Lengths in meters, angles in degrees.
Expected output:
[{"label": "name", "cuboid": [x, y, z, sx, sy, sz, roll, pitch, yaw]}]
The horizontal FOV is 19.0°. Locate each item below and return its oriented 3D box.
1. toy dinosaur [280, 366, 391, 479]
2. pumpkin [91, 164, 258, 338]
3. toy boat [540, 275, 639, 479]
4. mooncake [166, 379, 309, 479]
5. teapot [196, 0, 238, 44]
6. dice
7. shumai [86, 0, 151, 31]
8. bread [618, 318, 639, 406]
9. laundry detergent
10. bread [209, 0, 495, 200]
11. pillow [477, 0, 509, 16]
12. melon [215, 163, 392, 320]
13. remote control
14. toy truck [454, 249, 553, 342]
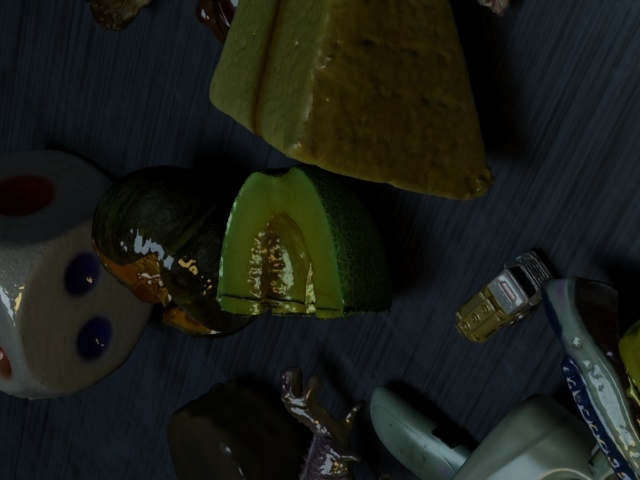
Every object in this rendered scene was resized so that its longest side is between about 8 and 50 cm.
[{"label": "toy dinosaur", "cuboid": [-0.007, 0.288, 2.321, 0.199, 0.072, 0.251, 24, 119, 13]}, {"label": "pumpkin", "cuboid": [-0.159, 0.009, 2.294, 0.238, 0.159, 0.238, 29, 156, 14]}, {"label": "toy boat", "cuboid": [0.281, 0.151, 1.801, 0.115, 0.114, 0.262, -22, 91, 47]}, {"label": "mooncake", "cuboid": [-0.099, 0.295, 2.484, 0.228, 0.124, 0.228, 42, 147, 36]}, {"label": "teapot", "cuboid": [-0.104, -0.265, 2.071, 0.098, 0.078, 0.129, 20, 130, 47]}, {"label": "dice", "cuboid": [-0.384, 0.043, 2.582, 0.259, 0.243, 0.251, 26, 136, 40]}, {"label": "shumai", "cuboid": [-0.233, -0.315, 2.233, 0.123, 0.105, 0.139, -87, 6, -55]}, {"label": "bread", "cuboid": [0.399, 0.213, 1.687, 0.166, 0.112, 0.384, -20, 97, 56]}, {"label": "laundry detergent", "cuboid": [0.297, 0.368, 1.951, 0.398, 0.124, 0.264, 47, 134, 19]}, {"label": "bread", "cuboid": [0.062, -0.251, 1.826, 0.233, 0.244, 0.362, 37, 114, 60]}, {"label": "pillow", "cuboid": [0.157, -0.312, 1.681, 0.135, 0.049, 0.248, 56, 146, 17]}, {"label": "melon", "cuboid": [0.000, 0.000, 2.110, 0.265, 0.129, 0.169, 1, 93, 58]}, {"label": "remote control", "cuboid": [0.142, 0.255, 2.167, 0.256, 0.045, 0.097, 38, 143, 29]}, {"label": "toy truck", "cuboid": [0.184, 0.060, 1.928, 0.052, 0.063, 0.123, 56, 149, 9]}]
